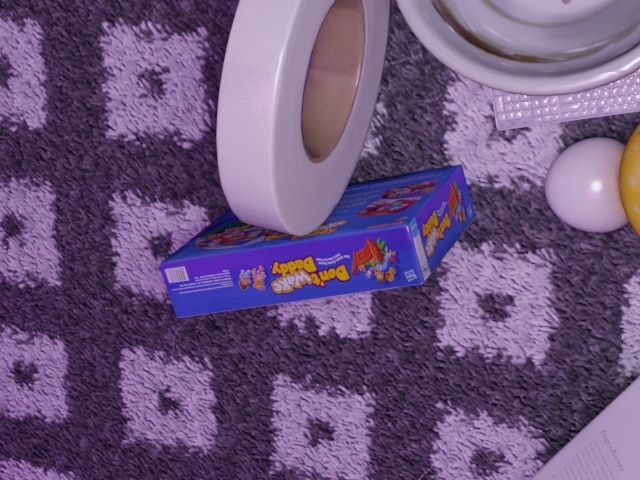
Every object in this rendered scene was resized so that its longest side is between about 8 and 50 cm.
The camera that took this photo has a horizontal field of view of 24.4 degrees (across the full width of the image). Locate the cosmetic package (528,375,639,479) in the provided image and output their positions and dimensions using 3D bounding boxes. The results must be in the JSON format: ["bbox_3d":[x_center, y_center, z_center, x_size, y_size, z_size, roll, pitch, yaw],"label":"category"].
[{"bbox_3d":[0.456,0.262,1.785,0.453,0.230,0.162,-53,47,37],"label":"cosmetic package"}]

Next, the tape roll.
[{"bbox_3d":[-0.012,-0.200,1.746,0.072,0.392,0.392,14,116,18],"label":"tape roll"}]

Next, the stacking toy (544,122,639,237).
[{"bbox_3d":[0.460,-0.067,1.686,0.479,0.350,0.351,-4,110,40],"label":"stacking toy"}]

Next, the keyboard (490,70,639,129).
[{"bbox_3d":[0.333,-0.187,1.821,0.256,0.014,0.072,-6,109,25],"label":"keyboard"}]

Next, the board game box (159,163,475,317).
[{"bbox_3d":[0.000,0.000,1.913,0.347,0.233,0.078,-9,107,26],"label":"board game box"}]

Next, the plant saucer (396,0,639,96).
[{"bbox_3d":[0.273,-0.350,1.662,0.400,0.100,0.401,-4,81,24],"label":"plant saucer"}]
